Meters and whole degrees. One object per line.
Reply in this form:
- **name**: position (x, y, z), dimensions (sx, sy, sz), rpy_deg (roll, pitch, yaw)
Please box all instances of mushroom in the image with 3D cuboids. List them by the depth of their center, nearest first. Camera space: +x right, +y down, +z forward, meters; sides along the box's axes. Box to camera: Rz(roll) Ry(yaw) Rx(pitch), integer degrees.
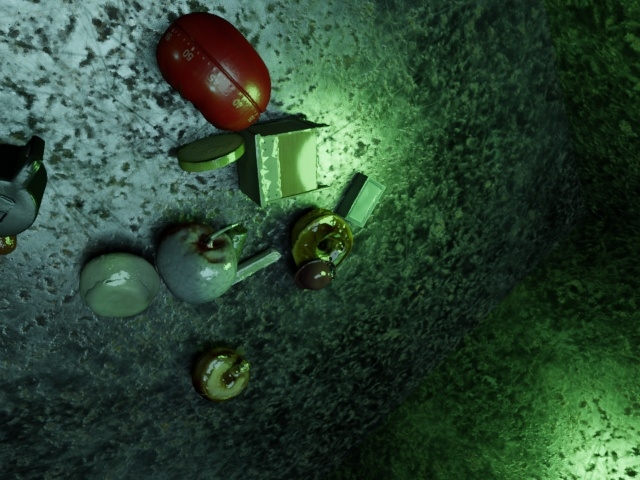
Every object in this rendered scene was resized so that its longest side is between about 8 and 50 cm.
- **mushroom**: position (-0.462, 0.624, 2.050), dimensions (0.278, 0.163, 0.297), rpy_deg (-30, 125, -4)

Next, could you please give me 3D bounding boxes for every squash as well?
- **squash**: position (-0.388, -0.316, 1.564), dimensions (0.252, 0.252, 0.049), rpy_deg (-24, 125, -19)

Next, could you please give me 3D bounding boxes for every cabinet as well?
- **cabinet**: position (-0.147, -0.327, 1.722), dimensions (0.318, 0.227, 0.290), rpy_deg (-17, 120, -26)

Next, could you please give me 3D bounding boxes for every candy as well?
- **candy**: position (-0.748, 0.156, 1.627), dimensions (0.295, 0.185, 0.295), rpy_deg (-20, 136, -21)

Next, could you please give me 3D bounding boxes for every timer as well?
- **timer**: position (-0.333, -0.540, 1.404), dimensions (0.279, 0.378, 0.378), rpy_deg (-44, 128, 3)

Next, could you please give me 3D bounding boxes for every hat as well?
- **hat**: position (-0.019, 0.170, 1.985), dimensions (0.205, 0.089, 0.205), rpy_deg (-11, 132, -13)

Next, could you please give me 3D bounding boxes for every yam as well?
- **yam**: position (-0.376, 0.026, 1.839), dimensions (0.107, 0.107, 0.183), rpy_deg (14, 103, -35)

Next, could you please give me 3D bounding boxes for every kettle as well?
- **kettle**: position (-0.907, -0.162, 1.294), dimensions (0.262, 0.308, 0.203), rpy_deg (-29, 126, -15)

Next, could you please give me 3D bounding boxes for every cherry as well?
- **cherry**: position (-0.469, 0.100, 1.682), dimensions (0.291, 0.326, 0.335), rpy_deg (-36, 135, -48)

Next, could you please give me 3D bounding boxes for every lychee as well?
- **lychee**: position (-1.053, -0.019, 1.413), dimensions (0.114, 0.140, 0.101), rpy_deg (-31, 173, 32)

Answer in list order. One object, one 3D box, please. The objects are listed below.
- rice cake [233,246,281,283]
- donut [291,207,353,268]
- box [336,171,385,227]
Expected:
- **rice cake**: position (-0.356, 0.137, 1.923), dimensions (0.399, 0.070, 0.064), rpy_deg (-29, 121, -16)
- **donut**: position (0.000, 0.000, 2.026), dimensions (0.330, 0.160, 0.330), rpy_deg (-13, 129, -17)
- **box**: position (0.195, -0.192, 2.077), dimensions (0.129, 0.086, 0.225), rpy_deg (24, 99, -37)
